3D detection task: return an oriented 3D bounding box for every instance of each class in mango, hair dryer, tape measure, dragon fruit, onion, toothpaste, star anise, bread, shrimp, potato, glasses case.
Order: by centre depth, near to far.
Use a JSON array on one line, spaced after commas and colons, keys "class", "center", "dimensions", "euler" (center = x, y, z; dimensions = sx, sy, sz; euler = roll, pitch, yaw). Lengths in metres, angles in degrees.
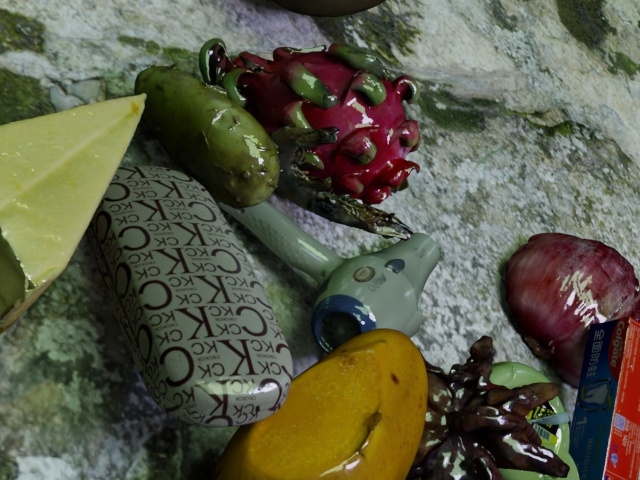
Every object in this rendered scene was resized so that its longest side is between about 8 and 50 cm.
[{"class": "bread", "center": [-0.249, -0.019, 0.999], "dimensions": [0.264, 0.167, 0.163], "euler": [-25, 81, -49]}, {"class": "mango", "center": [0.012, 0.208, 1.040], "dimensions": [0.159, 0.191, 0.290], "euler": [25, 54, 25]}, {"class": "glasses case", "center": [-0.138, 0.041, 1.042], "dimensions": [0.137, 0.085, 0.355], "euler": [-1, 39, -29]}, {"class": "star anise", "center": [0.149, 0.212, 1.150], "dimensions": [0.271, 0.102, 0.272], "euler": [-1, 62, 2]}, {"class": "shrimp", "center": [0.024, -0.068, 1.186], "dimensions": [0.195, 0.148, 0.035], "euler": [24, 54, 4]}, {"class": "potato", "center": [-0.132, -0.122, 1.189], "dimensions": [0.225, 0.117, 0.090], "euler": [40, 47, 24]}, {"class": "tape measure", "center": [0.223, 0.237, 1.280], "dimensions": [0.200, 0.106, 0.175], "euler": [26, 62, -22]}, {"class": "hair dryer", "center": [0.034, 0.011, 1.283], "dimensions": [0.295, 0.119, 0.298], "euler": [-4, 46, -52]}, {"class": "dragon fruit", "center": [-0.010, -0.145, 1.297], "dimensions": [0.218, 0.272, 0.198], "euler": [-30, 124, -60]}, {"class": "toothpaste", "center": [0.361, 0.254, 1.341], "dimensions": [0.066, 0.076, 0.321], "euler": [29, 64, -23]}, {"class": "onion", "center": [0.393, 0.069, 1.540], "dimensions": [0.227, 0.120, 0.283], "euler": [49, 41, -9]}]

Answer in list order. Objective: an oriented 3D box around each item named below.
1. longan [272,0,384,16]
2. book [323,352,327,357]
[{"class": "longan", "center": [0.013, -0.458, 1.453], "dimensions": [0.318, 0.319, 0.319], "euler": [23, 49, -28]}, {"class": "book", "center": [0.051, 0.132, 1.268], "dimensions": [0.111, 0.014, 0.077], "euler": [25, 48, -25]}]
